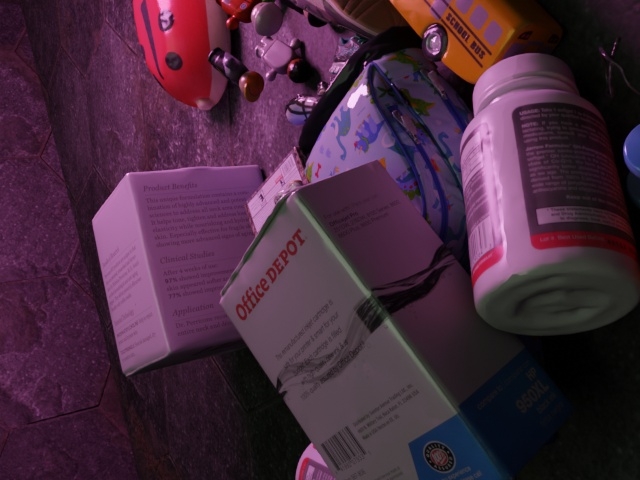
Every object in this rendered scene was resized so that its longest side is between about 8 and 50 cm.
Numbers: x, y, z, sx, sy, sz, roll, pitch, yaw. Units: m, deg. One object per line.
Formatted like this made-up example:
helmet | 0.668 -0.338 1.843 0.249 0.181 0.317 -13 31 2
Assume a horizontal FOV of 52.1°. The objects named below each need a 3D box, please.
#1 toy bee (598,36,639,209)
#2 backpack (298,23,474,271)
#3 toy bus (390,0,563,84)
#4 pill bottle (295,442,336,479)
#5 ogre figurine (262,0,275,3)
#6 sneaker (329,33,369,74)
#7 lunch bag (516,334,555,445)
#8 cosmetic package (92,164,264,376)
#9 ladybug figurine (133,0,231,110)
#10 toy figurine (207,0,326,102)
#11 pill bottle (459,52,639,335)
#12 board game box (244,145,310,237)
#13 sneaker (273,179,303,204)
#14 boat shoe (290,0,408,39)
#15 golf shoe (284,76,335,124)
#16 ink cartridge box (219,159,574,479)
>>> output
toy bee | 0.392 -0.095 0.663 0.162 0.195 0.299 -10 83 24
backpack | 0.126 -0.100 0.995 0.356 0.273 0.290 50 134 10
toy bus | 0.186 -0.356 0.945 0.333 0.108 0.130 60 139 28
pill bottle | 0.094 0.465 1.199 0.283 0.161 0.162 2 98 54
ogre figurine | -0.129 -0.558 1.361 0.197 0.096 0.118 52 -157 -70
sneaker | 0.075 -0.329 1.152 0.166 0.064 0.076 19 107 50
lunch bag | 0.207 0.192 1.038 0.293 0.138 0.221 -178 79 -66
cosmetic package | -0.299 0.069 1.525 0.327 0.329 0.394 -31 71 53
ladybug figurine | -0.352 -0.533 1.621 0.305 0.161 0.450 -33 70 52
toy figurine | -0.095 -0.388 1.255 0.148 0.213 0.210 38 131 24
pill bottle | 0.259 -0.064 0.778 0.176 0.176 0.319 -42 38 50
board game box | 0.000 0.000 1.252 0.232 0.141 0.291 -40 65 51
sneaker | -0.056 -0.074 1.164 0.083 0.031 0.037 -41 63 51
boat shoe | 0.025 -0.420 1.128 0.285 0.103 0.092 34 160 10
golf shoe | -0.003 -0.242 1.265 0.198 0.077 0.094 -15 84 56
ink cartridge box | 0.072 0.140 0.850 0.395 0.166 0.285 54 139 13
